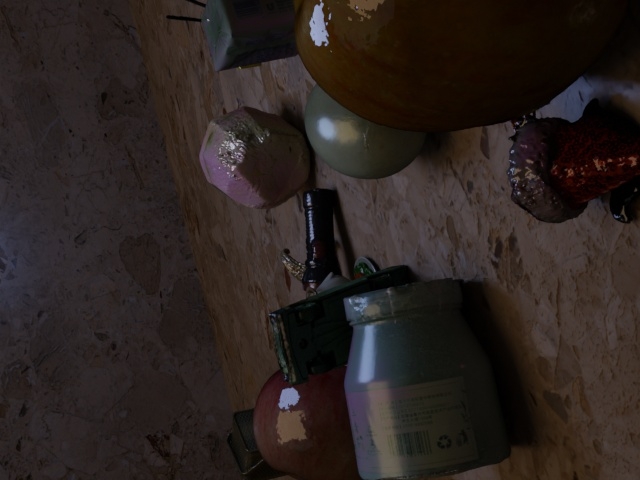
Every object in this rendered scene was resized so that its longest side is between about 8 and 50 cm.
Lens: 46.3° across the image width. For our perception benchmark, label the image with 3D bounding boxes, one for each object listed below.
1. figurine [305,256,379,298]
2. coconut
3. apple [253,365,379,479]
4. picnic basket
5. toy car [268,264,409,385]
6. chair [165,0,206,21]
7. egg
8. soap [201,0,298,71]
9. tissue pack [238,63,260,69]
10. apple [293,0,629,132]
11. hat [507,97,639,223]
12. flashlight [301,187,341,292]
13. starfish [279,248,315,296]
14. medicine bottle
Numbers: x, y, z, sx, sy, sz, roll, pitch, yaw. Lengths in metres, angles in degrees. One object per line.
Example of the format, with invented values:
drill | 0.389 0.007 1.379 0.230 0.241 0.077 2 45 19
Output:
figurine | 0.042 0.110 1.552 0.132 0.154 0.132 165 90 -69
coconut | -0.164 -0.204 1.771 0.245 0.233 0.233 36 137 54
apple | 0.012 0.400 1.581 0.345 0.345 0.269 154 123 -70
picnic basket | -0.126 0.581 2.172 0.165 0.267 0.139 -123 34 -50
toy car | 0.046 0.148 1.336 0.097 0.321 0.141 -6 98 50
chair | -0.220 -0.576 1.726 0.172 0.247 0.158 -99 24 -44
egg | 0.071 -0.195 1.218 0.253 0.187 0.186 -146 46 -61
soap | -0.132 -0.460 1.559 0.138 0.200 0.182 70 160 8
tissue pack | -0.204 -0.530 1.898 0.095 0.062 0.175 36 136 57
apple | 0.124 -0.303 0.793 0.400 0.334 0.400 49 147 48
hat | 0.311 -0.096 0.814 0.227 0.129 0.140 -8 74 52
flashlight | 0.000 0.000 1.645 0.093 0.093 0.231 171 97 -70
starfish | -0.005 0.161 1.798 0.327 0.095 0.374 -135 43 -54
medicine bottle | 0.158 0.217 1.204 0.245 0.245 0.289 145 118 -69
